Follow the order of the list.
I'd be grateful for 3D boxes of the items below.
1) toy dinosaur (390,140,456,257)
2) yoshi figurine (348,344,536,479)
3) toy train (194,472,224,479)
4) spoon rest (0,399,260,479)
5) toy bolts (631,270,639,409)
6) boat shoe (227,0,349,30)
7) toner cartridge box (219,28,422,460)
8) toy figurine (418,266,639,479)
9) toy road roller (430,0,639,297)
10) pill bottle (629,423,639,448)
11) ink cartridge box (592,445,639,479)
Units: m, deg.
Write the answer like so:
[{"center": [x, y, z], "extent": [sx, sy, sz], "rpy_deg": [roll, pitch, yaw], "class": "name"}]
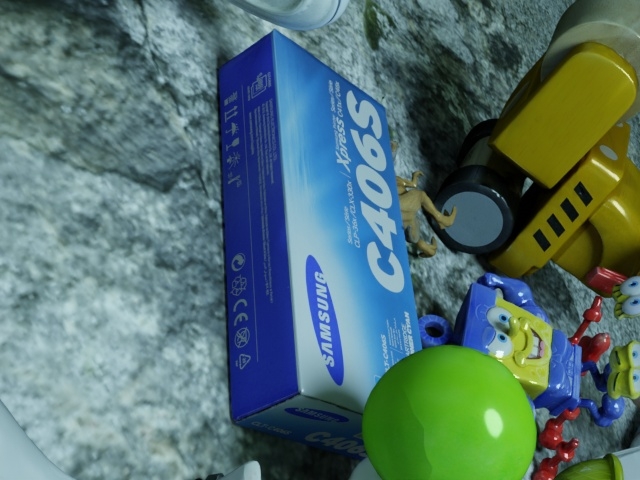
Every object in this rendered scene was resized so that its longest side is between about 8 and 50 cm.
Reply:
[{"center": [0.088, -0.026, 0.971], "extent": [0.112, 0.064, 0.211], "rpy_deg": [33, 23, -28], "class": "toy dinosaur"}, {"center": [0.051, 0.208, 0.576], "extent": [0.204, 0.203, 0.362], "rpy_deg": [36, 47, -17], "class": "yoshi figurine"}, {"center": [-0.093, 0.203, 0.577], "extent": [0.036, 0.027, 0.158], "rpy_deg": [65, 30, -16], "class": "toy train"}, {"center": [-0.168, 0.125, 0.499], "extent": [0.276, 0.084, 0.137], "rpy_deg": [23, 45, -27], "class": "spoon rest"}, {"center": [0.393, 0.087, 1.051], "extent": [0.159, 0.218, 0.228], "rpy_deg": [0, 90, -27], "class": "toy bolts"}, {"center": [-0.139, -0.276, 0.748], "extent": [0.367, 0.136, 0.156], "rpy_deg": [39, 44, -13], "class": "boat shoe"}, {"center": [0.000, 0.000, 0.811], "extent": [0.165, 0.075, 0.347], "rpy_deg": [26, 47, -42], "class": "toner cartridge box"}, {"center": [0.182, 0.157, 0.943], "extent": [0.217, 0.191, 0.362], "rpy_deg": [23, 49, -4], "class": "toy figurine"}, {"center": [0.302, -0.089, 1.074], "extent": [0.241, 0.329, 0.202], "rpy_deg": [35, 35, -1], "class": "toy road roller"}, {"center": [0.471, 0.263, 1.264], "extent": [0.160, 0.087, 0.087], "rpy_deg": [-28, 90, -57], "class": "pill bottle"}, {"center": [0.410, 0.335, 0.965], "extent": [0.201, 0.117, 0.278], "rpy_deg": [8, 59, -52], "class": "ink cartridge box"}]
